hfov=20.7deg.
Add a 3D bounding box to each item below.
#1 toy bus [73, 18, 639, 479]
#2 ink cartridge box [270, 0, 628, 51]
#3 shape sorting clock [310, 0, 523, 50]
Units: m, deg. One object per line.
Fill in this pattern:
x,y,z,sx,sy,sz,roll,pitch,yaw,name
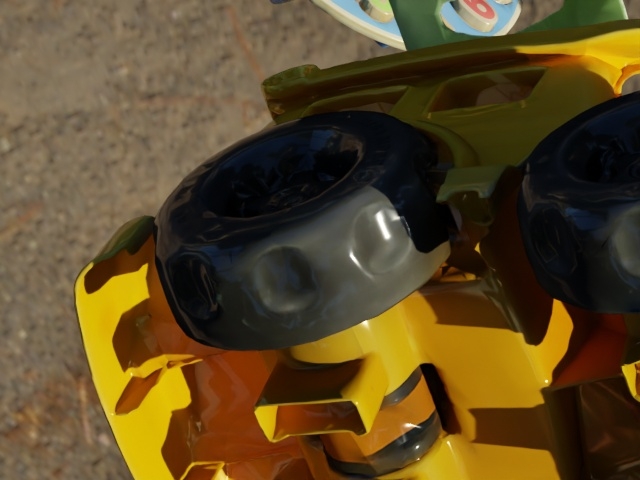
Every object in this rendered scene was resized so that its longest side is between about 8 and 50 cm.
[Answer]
0.075,0.004,0.502,0.220,0.149,0.211,-7,30,27,toy bus
0.019,-0.145,0.600,0.062,0.109,0.209,-34,108,-41,ink cartridge box
0.041,-0.200,1.113,0.206,0.040,0.206,16,45,-17,shape sorting clock
